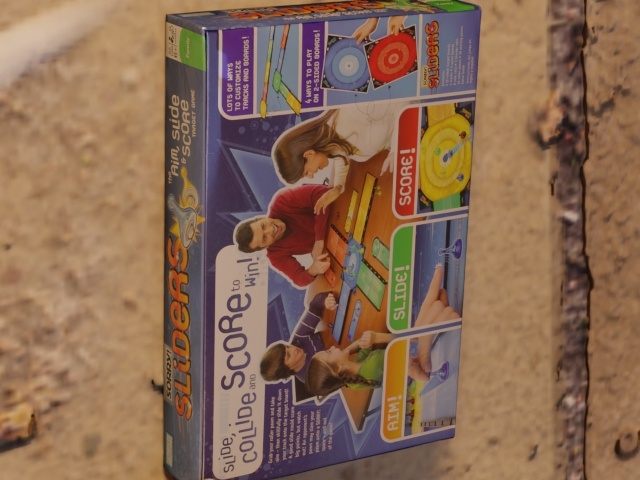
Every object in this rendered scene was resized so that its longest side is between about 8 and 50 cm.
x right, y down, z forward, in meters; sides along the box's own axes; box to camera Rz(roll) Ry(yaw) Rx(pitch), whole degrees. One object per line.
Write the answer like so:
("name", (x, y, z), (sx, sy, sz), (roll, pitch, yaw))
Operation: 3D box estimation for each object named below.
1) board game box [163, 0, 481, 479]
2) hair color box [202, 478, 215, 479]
("board game box", (0.000, 0.000, 0.744), (0.136, 0.035, 0.201), (-8, 110, -31))
("hair color box", (0.075, 0.241, 0.762), (0.110, 0.185, 0.339), (-55, 133, -7))
